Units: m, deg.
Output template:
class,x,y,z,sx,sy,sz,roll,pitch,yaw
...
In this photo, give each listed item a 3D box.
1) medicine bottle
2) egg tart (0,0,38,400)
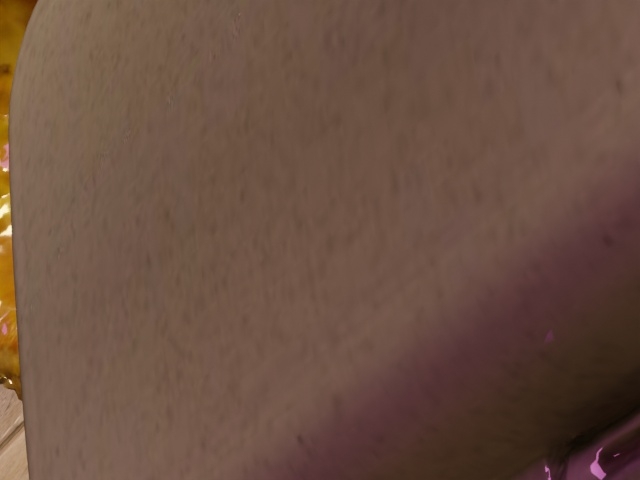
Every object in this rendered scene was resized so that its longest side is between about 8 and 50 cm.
class,x,y,z,sx,sy,sz,roll,pitch,yaw
medicine bottle,0.038,-0.050,0.442,0.375,0.123,0.282,-44,47,46
egg tart,-0.133,-0.081,1.133,0.388,0.169,0.387,-3,87,56
